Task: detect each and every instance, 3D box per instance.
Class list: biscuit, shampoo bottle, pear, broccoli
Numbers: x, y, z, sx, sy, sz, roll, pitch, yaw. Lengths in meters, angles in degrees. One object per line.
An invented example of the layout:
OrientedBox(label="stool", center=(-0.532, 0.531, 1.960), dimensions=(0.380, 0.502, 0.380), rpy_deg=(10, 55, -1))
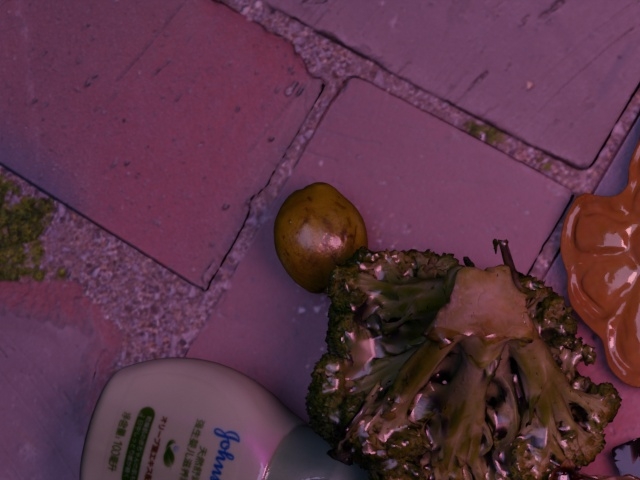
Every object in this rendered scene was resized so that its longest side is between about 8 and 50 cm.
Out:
OrientedBox(label="biscuit", center=(0.416, 0.017, 1.666), dimensions=(0.312, 0.057, 0.351), rpy_deg=(-34, 70, 10))
OrientedBox(label="shampoo bottle", center=(-0.084, 0.260, 1.752), dimensions=(0.349, 0.151, 0.222), rpy_deg=(14, 84, 22))
OrientedBox(label="pear", center=(0.000, 0.000, 1.798), dimensions=(0.107, 0.107, 0.131), rpy_deg=(-15, 70, 17))
OrientedBox(label="broccoli", center=(0.145, 0.121, 1.630), dimensions=(0.321, 0.283, 0.304), rpy_deg=(-4, 61, -11))

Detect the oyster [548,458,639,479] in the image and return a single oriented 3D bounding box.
OrientedBox(label="oyster", center=(0.280, 0.386, 1.578), dimensions=(0.198, 0.133, 0.337), rpy_deg=(24, 103, 37))

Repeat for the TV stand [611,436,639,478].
OrientedBox(label="TV stand", center=(0.362, 0.327, 1.629), dimensions=(0.036, 0.042, 0.249), rpy_deg=(-25, 71, 17))
